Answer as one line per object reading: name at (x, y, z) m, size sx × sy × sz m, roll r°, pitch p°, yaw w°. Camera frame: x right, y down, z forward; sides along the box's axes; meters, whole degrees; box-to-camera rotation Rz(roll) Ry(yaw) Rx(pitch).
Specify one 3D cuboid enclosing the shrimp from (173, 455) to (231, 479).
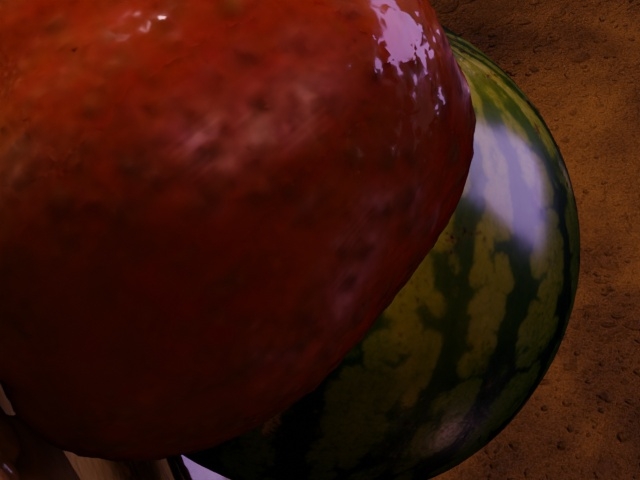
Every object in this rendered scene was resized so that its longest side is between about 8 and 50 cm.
shrimp at (-0.052, 0.214, 0.993) m, size 0.185 × 0.068 × 0.287 m, roll 62°, pitch 5°, yaw 25°

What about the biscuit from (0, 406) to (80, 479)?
biscuit at (-0.063, 0.132, 0.415) m, size 0.133 × 0.027 × 0.184 m, roll 116°, pitch -48°, yaw -88°

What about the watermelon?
watermelon at (0.000, 0.000, 0.759) m, size 0.285 × 0.285 × 0.285 m, roll 158°, pitch -90°, yaw -87°

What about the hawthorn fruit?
hawthorn fruit at (-0.044, -0.031, 0.413) m, size 0.189 × 0.189 × 0.189 m, roll 158°, pitch -90°, yaw -87°
